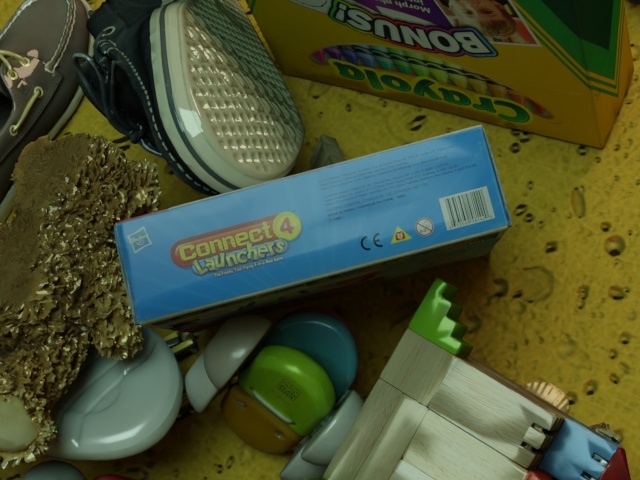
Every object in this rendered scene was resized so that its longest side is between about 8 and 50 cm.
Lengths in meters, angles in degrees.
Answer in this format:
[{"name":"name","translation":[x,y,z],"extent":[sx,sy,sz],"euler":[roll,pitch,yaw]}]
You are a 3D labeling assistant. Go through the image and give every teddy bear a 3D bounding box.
[{"name":"teddy bear","translation":[-0.263,0.062,1.435],"extent":[0.245,0.113,0.338],"euler":[-16,49,25]}]

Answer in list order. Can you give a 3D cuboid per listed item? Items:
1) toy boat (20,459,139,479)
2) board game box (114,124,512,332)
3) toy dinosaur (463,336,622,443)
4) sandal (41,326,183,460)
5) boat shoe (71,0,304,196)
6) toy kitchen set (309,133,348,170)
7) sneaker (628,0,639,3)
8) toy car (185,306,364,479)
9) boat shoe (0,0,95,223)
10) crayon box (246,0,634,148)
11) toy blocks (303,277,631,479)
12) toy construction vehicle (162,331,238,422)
[{"name":"toy boat","translation":[-0.184,0.330,1.326],"extent":[0.267,0.148,0.318],"euler":[-57,32,34]},{"name":"board game box","translation":[0.000,0.000,1.343],"extent":[0.308,0.302,0.086],"euler":[-15,85,1]},{"name":"toy dinosaur","translation":[0.179,0.158,1.391],"extent":[0.183,0.053,0.092],"euler":[31,63,19]},{"name":"sandal","translation":[-0.288,0.136,1.514],"extent":[0.416,0.102,0.169],"euler":[11,55,35]},{"name":"boat shoe","translation":[-0.139,-0.150,1.475],"extent":[0.156,0.187,0.500],"euler":[-41,28,10]},{"name":"toy kitchen set","translation":[0.027,-0.052,1.543],"extent":[0.083,0.075,0.068],"euler":[-110,40,-60]},{"name":"sneaker","translation":[0.384,-0.332,1.531],"extent":[0.232,0.081,0.090],"euler":[-30,68,3]},{"name":"toy car","translation":[-0.024,0.124,1.393],"extent":[0.159,0.182,0.136],"euler":[39,63,1]},{"name":"boat shoe","translation":[-0.346,-0.148,1.658],"extent":[0.116,0.097,0.324],"euler":[18,72,24]},{"name":"crayon box","translation":[0.095,-0.241,1.443],"extent":[0.363,0.313,0.106],"euler":[16,68,23]},{"name":"toy blocks","translation":[0.121,0.262,1.267],"extent":[0.261,0.191,0.381],"euler":[30,92,18]},{"name":"toy construction vehicle","translation":[-0.122,0.120,1.499],"extent":[0.098,0.035,0.086],"euler":[-26,61,4]}]
